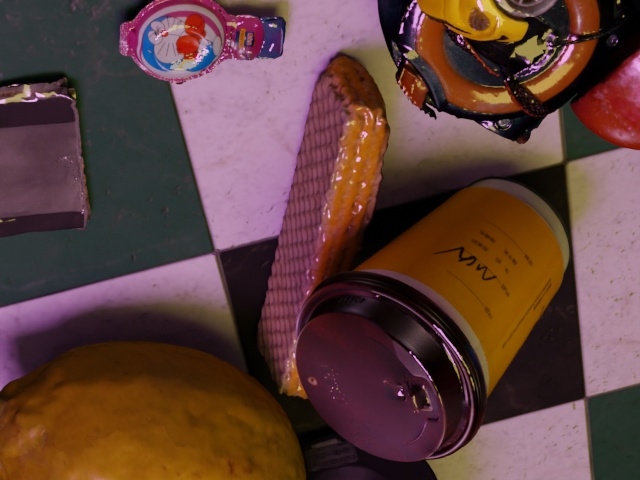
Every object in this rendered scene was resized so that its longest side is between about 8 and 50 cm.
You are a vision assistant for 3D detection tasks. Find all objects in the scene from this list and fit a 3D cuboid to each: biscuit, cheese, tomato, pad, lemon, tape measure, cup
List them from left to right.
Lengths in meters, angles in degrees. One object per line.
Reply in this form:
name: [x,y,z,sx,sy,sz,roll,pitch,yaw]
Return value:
pad: [-0.328,-0.062,1.701,0.233,0.022,0.174,-8,134,-6]
lemon: [-0.164,0.230,1.839,0.285,0.285,0.316,-39,155,19]
cheese: [-0.102,-0.176,1.646,0.145,0.038,0.095,-2,132,-12]
biscuit: [0.000,0.000,1.798,0.054,0.094,0.379,-4,133,-20]
cup: [0.112,0.064,1.753,0.196,0.280,0.196,22,134,25]
tape measure: [0.156,-0.198,1.632,0.223,0.135,0.202,28,118,-31]
tomato: [0.342,-0.157,1.664,0.139,0.200,0.233,44,123,2]

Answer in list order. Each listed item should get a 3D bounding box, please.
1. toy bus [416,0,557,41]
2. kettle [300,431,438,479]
toy bus: [0.102,-0.317,1.424,0.152,0.144,0.330,-1,105,-18]
kettle: [0.028,0.369,2.071,0.251,0.207,0.271,-22,141,-5]
